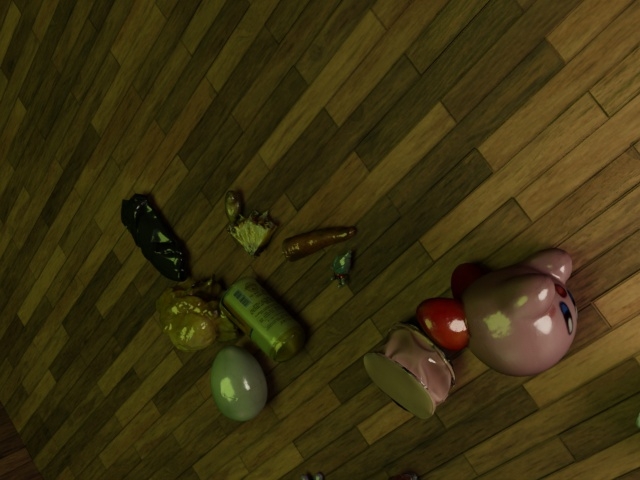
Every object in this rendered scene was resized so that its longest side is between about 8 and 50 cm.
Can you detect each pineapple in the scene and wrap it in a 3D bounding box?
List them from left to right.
[{"bbox_3d":[-0.168,-0.015,2.101,0.137,0.069,0.116,-3,102,41],"label":"pineapple"}]

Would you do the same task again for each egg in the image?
[{"bbox_3d":[-0.223,0.385,2.235,0.151,0.151,0.209,-10,97,43],"label":"egg"}]

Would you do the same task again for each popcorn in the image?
[{"bbox_3d":[-0.344,0.211,2.260,0.253,0.190,0.191,-11,104,40],"label":"popcorn"}]

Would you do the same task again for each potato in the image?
[{"bbox_3d":[-0.225,-0.091,2.142,0.045,0.046,0.092,32,135,45],"label":"potato"}]

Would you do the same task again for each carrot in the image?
[{"bbox_3d":[0.000,0.000,1.970,0.209,0.061,0.061,-18,93,39],"label":"carrot"}]

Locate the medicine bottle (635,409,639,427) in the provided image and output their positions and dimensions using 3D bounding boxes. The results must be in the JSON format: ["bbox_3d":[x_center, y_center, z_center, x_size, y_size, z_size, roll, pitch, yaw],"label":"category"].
[{"bbox_3d":[0.641,0.298,1.429,0.143,0.147,0.147,34,125,31],"label":"medicine bottle"}]

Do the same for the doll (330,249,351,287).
[{"bbox_3d":[0.049,0.061,1.954,0.057,0.039,0.114,-93,17,-46],"label":"doll"}]

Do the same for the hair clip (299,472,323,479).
[{"bbox_3d":[0.007,0.765,2.206,0.137,0.090,0.279,-17,94,35],"label":"hair clip"}]

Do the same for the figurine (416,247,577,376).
[{"bbox_3d":[0.363,0.153,1.579,0.261,0.269,0.211,-16,101,33],"label":"figurine"}]

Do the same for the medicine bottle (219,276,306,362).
[{"bbox_3d":[-0.143,0.208,2.124,0.239,0.124,0.124,44,129,21],"label":"medicine bottle"}]

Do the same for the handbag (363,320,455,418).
[{"bbox_3d":[0.198,0.282,1.812,0.205,0.116,0.179,34,149,28],"label":"handbag"}]

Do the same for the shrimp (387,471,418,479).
[{"bbox_3d":[0.232,0.765,1.964,0.221,0.166,0.411,-16,100,17],"label":"shrimp"}]

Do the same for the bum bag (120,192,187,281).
[{"bbox_3d":[-0.484,-0.009,2.381,0.326,0.079,0.142,50,135,16],"label":"bum bag"}]
